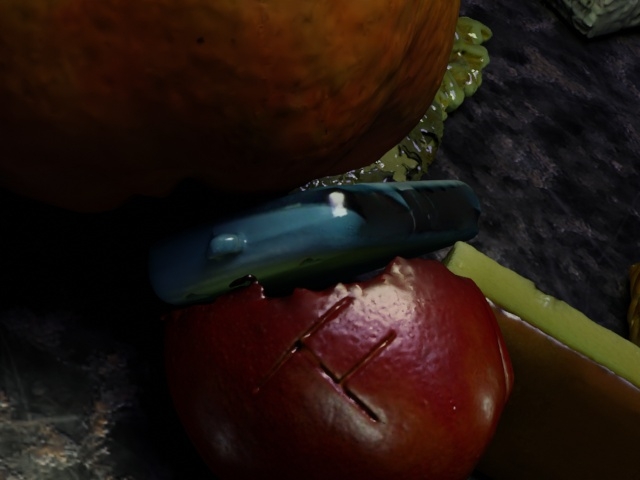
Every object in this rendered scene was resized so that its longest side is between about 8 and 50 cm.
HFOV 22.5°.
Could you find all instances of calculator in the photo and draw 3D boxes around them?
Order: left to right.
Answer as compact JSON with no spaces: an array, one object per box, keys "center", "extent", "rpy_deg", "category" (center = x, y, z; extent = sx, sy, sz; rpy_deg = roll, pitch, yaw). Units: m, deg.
[{"center":[0.000,0.000,1.144],"extent":[0.293,0.173,0.051],"rpy_deg":[-5,80,-62],"category":"calculator"}]

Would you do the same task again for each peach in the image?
[{"center":[0.008,0.084,1.059],"extent":[0.226,0.196,0.190],"rpy_deg":[32,36,3],"category":"peach"}]

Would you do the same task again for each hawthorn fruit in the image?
[{"center":[-0.103,-0.241,1.114],"extent":[0.472,0.472,0.472],"rpy_deg":[20,39,-17],"category":"hawthorn fruit"}]

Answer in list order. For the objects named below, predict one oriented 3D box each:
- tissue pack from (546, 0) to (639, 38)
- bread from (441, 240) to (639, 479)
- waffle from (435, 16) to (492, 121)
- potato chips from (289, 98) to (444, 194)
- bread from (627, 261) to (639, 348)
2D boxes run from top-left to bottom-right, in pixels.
[{"center":[0.296,-0.384,1.848],"extent":[0.245,0.123,0.332],"rpy_deg":[-18,59,-40],"category":"tissue pack"},{"center":[0.214,0.146,1.187],"extent":[0.361,0.138,0.077],"rpy_deg":[31,35,-3],"category":"bread"},{"center":[0.059,-0.192,1.520],"extent":[0.208,0.054,0.214],"rpy_deg":[32,43,-6],"category":"waffle"},{"center":[0.014,-0.114,1.388],"extent":[0.202,0.029,0.220],"rpy_deg":[25,50,-13],"category":"potato chips"},{"center":[0.359,0.075,1.392],"extent":[0.181,0.096,0.222],"rpy_deg":[18,42,-13],"category":"bread"}]
